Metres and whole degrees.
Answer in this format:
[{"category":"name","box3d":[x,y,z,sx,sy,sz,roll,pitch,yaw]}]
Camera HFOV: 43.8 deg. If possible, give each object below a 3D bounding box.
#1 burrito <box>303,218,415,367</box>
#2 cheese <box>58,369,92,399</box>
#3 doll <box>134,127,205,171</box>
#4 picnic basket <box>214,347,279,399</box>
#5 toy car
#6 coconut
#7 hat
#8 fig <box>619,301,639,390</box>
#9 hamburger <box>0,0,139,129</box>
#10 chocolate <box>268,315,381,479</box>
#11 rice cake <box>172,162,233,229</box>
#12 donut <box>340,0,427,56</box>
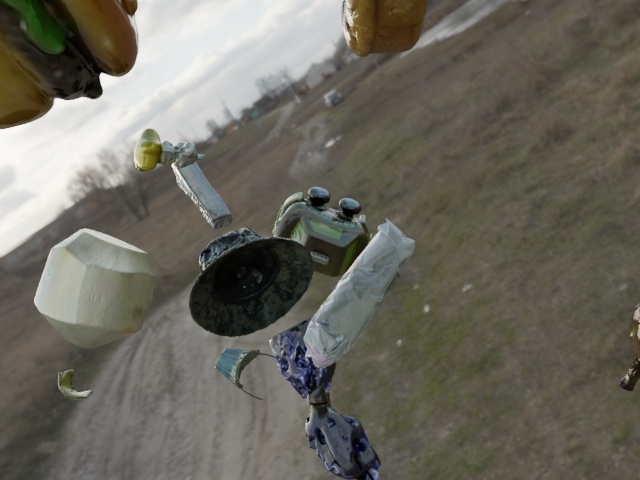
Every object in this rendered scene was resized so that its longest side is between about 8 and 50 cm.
[{"category":"burrito","box3d":[0.045,0.063,0.936,0.203,0.064,0.064,-54,18,-26]},{"category":"cheese","box3d":[-0.560,0.329,1.793,0.041,0.084,0.060,-41,2,6]},{"category":"doll","box3d":[-0.250,-0.146,1.317,0.113,0.071,0.135,2,0,3]},{"category":"picnic basket","box3d":[-0.106,0.182,1.140,0.083,0.083,0.065,97,-162,-73]},{"category":"toy car","box3d":[0.000,0.000,2.010,0.198,0.248,0.204,-74,4,-63]},{"category":"coconut","box3d":[-0.443,0.101,1.569,0.241,0.241,0.241,-32,9,6]},{"category":"hat","box3d":[-0.149,0.051,1.482,0.266,0.128,0.265,-24,-35,-18]},{"category":"fig","box3d":[0.608,0.194,1.405,0.290,0.191,0.190,-55,-4,32]},{"category":"hamburger","box3d":[-0.410,-0.355,1.084,0.278,0.395,0.396,-27,9,-3]},{"category":"chocolate","box3d":[0.009,0.302,1.430,0.126,0.343,0.148,-23,-16,9]},{"category":"rice cake","box3d":[-0.217,-0.097,1.418,0.047,0.206,0.036,-20,-39,-26]},{"category":"donut","box3d":[0.085,-0.366,1.093,0.114,0.226,0.226,1,9,-2]}]
